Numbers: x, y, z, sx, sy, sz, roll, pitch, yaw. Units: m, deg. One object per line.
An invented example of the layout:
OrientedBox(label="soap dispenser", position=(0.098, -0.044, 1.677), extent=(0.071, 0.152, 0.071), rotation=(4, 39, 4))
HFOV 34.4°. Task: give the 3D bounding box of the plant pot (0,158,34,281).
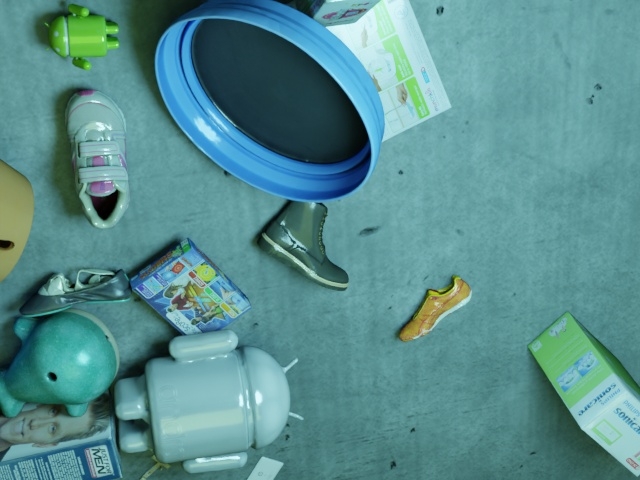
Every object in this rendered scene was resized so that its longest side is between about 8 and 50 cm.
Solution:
OrientedBox(label="plant pot", position=(-0.595, -0.045, 1.645), extent=(0.203, 0.291, 0.291), rotation=(21, 112, -41))

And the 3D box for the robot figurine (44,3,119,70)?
OrientedBox(label="robot figurine", position=(-0.380, -0.326, 1.648), extent=(0.115, 0.067, 0.101), rotation=(-3, 116, -12))

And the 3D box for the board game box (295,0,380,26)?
OrientedBox(label="board game box", position=(0.006, -0.480, 1.506), extent=(0.097, 0.224, 0.303), rotation=(-9, 93, -10))

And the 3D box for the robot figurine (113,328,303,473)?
OrientedBox(label="robot figurine", position=(-0.210, 0.310, 1.961), extent=(0.353, 0.200, 0.300), rotation=(-8, 116, -10))

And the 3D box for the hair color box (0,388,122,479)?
OrientedBox(label="hair color box", position=(-0.556, 0.393, 1.937), extent=(0.347, 0.174, 0.105), rotation=(-11, 119, -8))

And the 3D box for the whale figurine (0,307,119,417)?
OrientedBox(label="whale figurine", position=(-0.501, 0.240, 1.877), extent=(0.272, 0.141, 0.216), rotation=(-26, 102, 15))

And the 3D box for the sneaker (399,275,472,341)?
OrientedBox(label="sneaker", position=(0.220, 0.135, 2.065), extent=(0.175, 0.064, 0.067), rotation=(-41, 100, 4))

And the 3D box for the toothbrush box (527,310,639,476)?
OrientedBox(label="toothbrush box", position=(0.573, 0.308, 2.108), extent=(0.122, 0.283, 0.206), rotation=(-44, 120, 11))

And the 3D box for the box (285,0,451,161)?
OrientedBox(label="box", position=(0.061, -0.297, 1.739), extent=(0.231, 0.127, 0.262), rotation=(-27, 121, 2))

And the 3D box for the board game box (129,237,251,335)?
OrientedBox(label="board game box", position=(-0.238, 0.099, 1.915), extent=(0.136, 0.035, 0.201), rotation=(-34, 131, 6))

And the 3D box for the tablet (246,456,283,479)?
OrientedBox(label="tablet", position=(-0.121, 0.498, 2.200), extent=(0.054, 0.006, 0.083), rotation=(23, 110, -23))

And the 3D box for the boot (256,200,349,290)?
OrientedBox(label="boot", position=(0.000, 0.000, 1.922), extent=(0.198, 0.077, 0.137), rotation=(29, 103, -27))

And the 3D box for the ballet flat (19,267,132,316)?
OrientedBox(label="ballet flat", position=(-0.443, 0.087, 1.861), extent=(0.203, 0.074, 0.074), rotation=(-9, 120, -8))

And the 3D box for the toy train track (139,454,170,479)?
OrientedBox(label="toy train track", position=(-0.339, 0.469, 2.126), extent=(0.083, 0.014, 0.048), rotation=(-42, 119, 11))

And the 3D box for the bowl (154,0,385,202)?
OrientedBox(label="bowl", position=(-0.078, -0.222, 1.641), extent=(0.391, 0.391, 0.077), rotation=(52, 53, -30))

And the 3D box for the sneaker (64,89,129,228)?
OrientedBox(label="sneaker", position=(-0.366, -0.128, 1.734), extent=(0.103, 0.111, 0.252), rotation=(-11, 120, -8))
